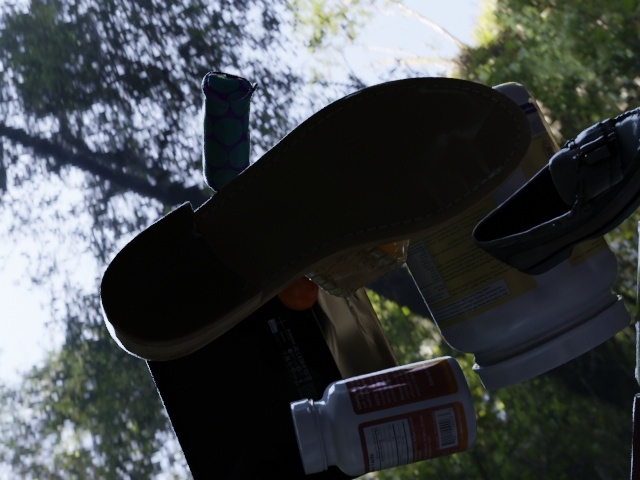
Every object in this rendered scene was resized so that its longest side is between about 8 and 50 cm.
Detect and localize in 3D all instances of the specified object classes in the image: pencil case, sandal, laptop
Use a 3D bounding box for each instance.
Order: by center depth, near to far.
[{"bbox_3d":[-0.004,-0.005,0.597,0.240,0.088,0.079,-29,-20,-19],"label":"sandal"},{"bbox_3d":[-0.112,-0.131,1.395,0.064,0.070,0.151,16,-48,13],"label":"pencil case"},{"bbox_3d":[-0.048,0.221,1.810,0.408,0.382,0.236,-21,-16,-13],"label":"laptop"}]

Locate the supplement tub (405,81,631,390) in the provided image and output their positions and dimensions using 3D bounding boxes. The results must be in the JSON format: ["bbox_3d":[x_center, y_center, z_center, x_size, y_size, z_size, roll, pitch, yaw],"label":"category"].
[{"bbox_3d":[0.224,-0.004,1.439,0.241,0.241,0.331,-26,-93,-3],"label":"supplement tub"}]

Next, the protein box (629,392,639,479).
[{"bbox_3d":[0.246,0.130,0.386,0.201,0.200,0.136,-1,-85,-28],"label":"protein box"}]

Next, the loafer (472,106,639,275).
[{"bbox_3d":[0.253,-0.047,1.174,0.084,0.096,0.267,15,-37,-19],"label":"loafer"}]

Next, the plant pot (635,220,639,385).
[{"bbox_3d":[0.505,0.081,1.439,0.207,0.228,0.227,1,-36,17],"label":"plant pot"}]

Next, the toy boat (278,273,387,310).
[{"bbox_3d":[-0.019,0.021,1.558,0.231,0.151,0.151,10,-94,1],"label":"toy boat"}]

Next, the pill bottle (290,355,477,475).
[{"bbox_3d":[0.076,0.223,1.423,0.216,0.121,0.121,-11,-54,-5],"label":"pill bottle"}]
